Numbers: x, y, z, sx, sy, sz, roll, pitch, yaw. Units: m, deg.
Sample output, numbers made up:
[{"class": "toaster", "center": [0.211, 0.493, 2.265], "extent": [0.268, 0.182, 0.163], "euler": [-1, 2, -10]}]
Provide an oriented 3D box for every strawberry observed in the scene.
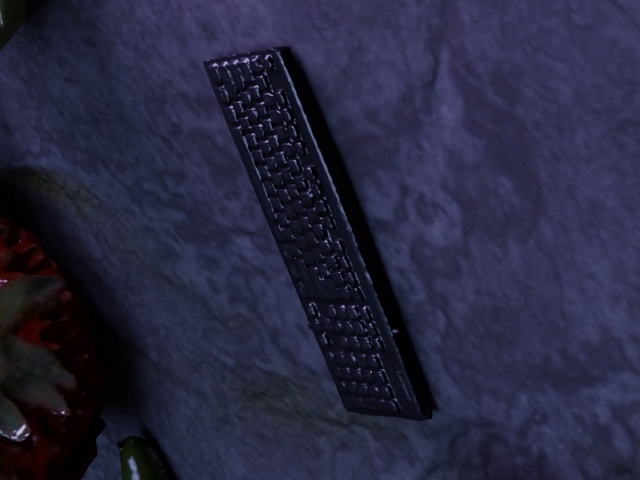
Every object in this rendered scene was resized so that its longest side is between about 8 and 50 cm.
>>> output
[{"class": "strawberry", "center": [-0.256, 0.108, 1.281], "extent": [0.253, 0.150, 0.280], "euler": [67, 152, 22]}]

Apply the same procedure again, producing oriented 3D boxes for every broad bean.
[{"class": "broad bean", "center": [-0.130, 0.246, 1.319], "extent": [0.061, 0.046, 0.195], "euler": [23, 135, 34]}]

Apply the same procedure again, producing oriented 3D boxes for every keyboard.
[{"class": "keyboard", "center": [0.000, 0.000, 0.993], "extent": [0.087, 0.017, 0.250], "euler": [0, 117, 51]}]

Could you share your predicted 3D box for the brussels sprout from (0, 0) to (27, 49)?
[{"class": "brussels sprout", "center": [-0.274, -0.190, 1.057], "extent": [0.180, 0.144, 0.161], "euler": [47, 141, 9]}]
